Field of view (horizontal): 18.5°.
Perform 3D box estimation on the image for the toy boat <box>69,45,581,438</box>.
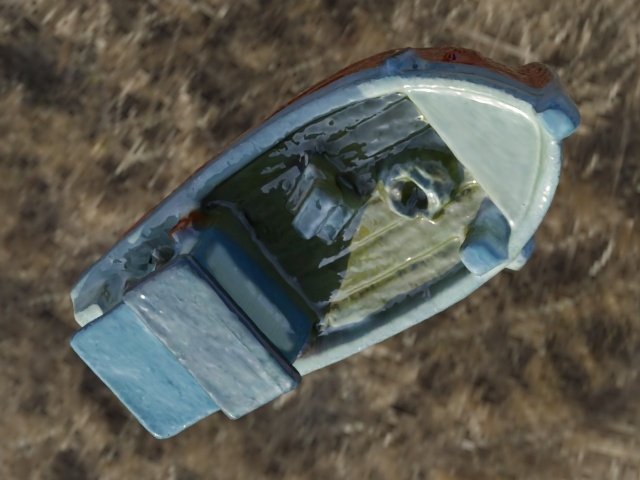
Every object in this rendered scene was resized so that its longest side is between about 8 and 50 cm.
[{"bbox_3d":[0.000,0.000,0.521,0.173,0.059,0.069,-30,108,30],"label":"toy boat"}]
